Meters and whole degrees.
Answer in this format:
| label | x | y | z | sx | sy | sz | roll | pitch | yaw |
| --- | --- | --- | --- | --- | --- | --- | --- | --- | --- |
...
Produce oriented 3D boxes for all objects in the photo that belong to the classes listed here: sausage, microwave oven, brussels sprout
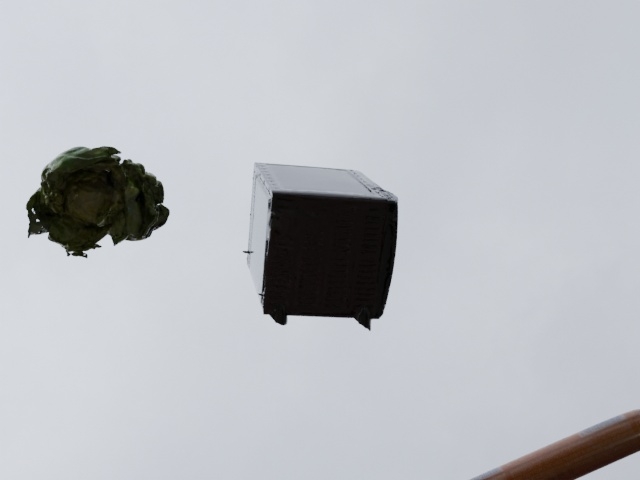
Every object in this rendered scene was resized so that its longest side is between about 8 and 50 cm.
| label | x | y | z | sx | sy | sz | roll | pitch | yaw |
| --- | --- | --- | --- | --- | --- | --- | --- | --- | --- |
| sausage | 0.280 | 0.296 | 1.084 | 0.348 | 0.053 | 0.053 | -24 | -49 | 0 |
| microwave oven | -0.001 | -0.002 | 1.185 | 0.188 | 0.247 | 0.178 | 5 | -76 | -13 |
| brussels sprout | -0.139 | -0.027 | 0.545 | 0.085 | 0.058 | 0.085 | 4 | -58 | 7 |
